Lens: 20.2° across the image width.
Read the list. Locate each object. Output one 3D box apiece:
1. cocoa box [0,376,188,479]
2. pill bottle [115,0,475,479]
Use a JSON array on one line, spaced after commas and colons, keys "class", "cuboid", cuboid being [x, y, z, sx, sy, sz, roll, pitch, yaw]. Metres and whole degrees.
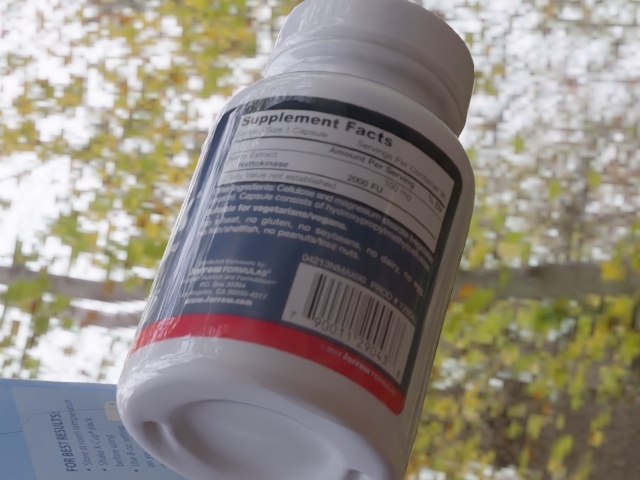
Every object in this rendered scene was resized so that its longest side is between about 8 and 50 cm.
[{"class": "cocoa box", "cuboid": [-0.063, 0.247, 0.817, 0.231, 0.347, 0.228, 5, -63, -22]}, {"class": "pill bottle", "cuboid": [0.000, 0.000, 0.671, 0.108, 0.108, 0.180, 47, -132, -39]}]
